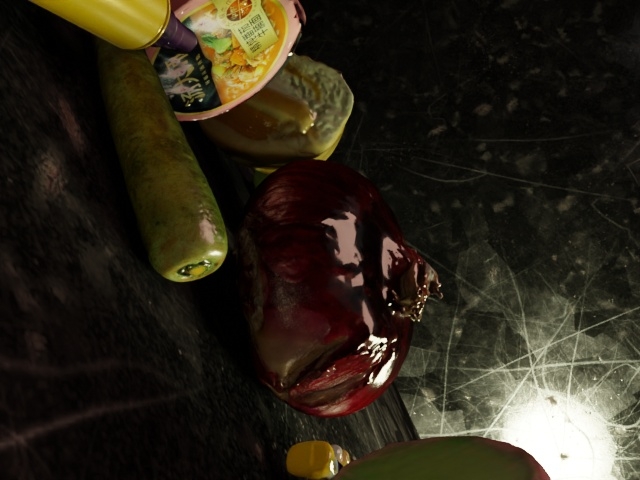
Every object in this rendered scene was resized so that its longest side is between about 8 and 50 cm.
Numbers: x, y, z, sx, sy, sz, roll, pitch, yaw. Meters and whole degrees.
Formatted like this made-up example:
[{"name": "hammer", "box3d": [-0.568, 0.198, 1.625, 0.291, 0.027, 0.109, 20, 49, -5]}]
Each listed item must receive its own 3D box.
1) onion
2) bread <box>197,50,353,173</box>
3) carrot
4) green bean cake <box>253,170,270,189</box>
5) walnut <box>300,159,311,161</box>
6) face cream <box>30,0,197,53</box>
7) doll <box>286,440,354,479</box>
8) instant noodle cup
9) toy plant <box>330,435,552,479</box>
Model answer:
[{"name": "onion", "box3d": [0.022, 0.047, 0.702, 0.314, 0.232, 0.314, 47, 35, -48]}, {"name": "bread", "box3d": [-0.108, -0.233, 1.066, 0.300, 0.210, 0.341, 31, 2, -5]}, {"name": "carrot", "box3d": [-0.173, -0.119, 0.574, 0.359, 0.074, 0.074, 65, 4, 27]}, {"name": "green bean cake", "box3d": [-0.050, -0.058, 1.280, 0.248, 0.124, 0.222, 63, 5, -3]}, {"name": "walnut", "box3d": [0.000, 0.000, 0.958, 0.225, 0.224, 0.261, -103, 168, -72]}, {"name": "face cream", "box3d": [-0.193, -0.221, 0.514, 0.078, 0.078, 0.273, 65, 16, 10]}, {"name": "doll", "box3d": [0.065, 0.325, 0.602, 0.316, 0.103, 0.145, 54, 3, -30]}, {"name": "instant noodle cup", "box3d": [-0.185, -0.326, 0.768, 0.255, 0.243, 0.244, 57, 2, 16]}, {"name": "toy plant", "box3d": [0.121, 0.341, 0.459, 0.317, 0.210, 0.357, -4, 76, -79]}]
